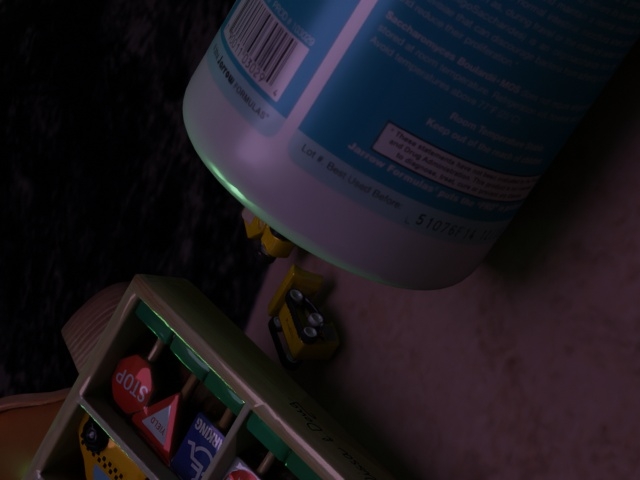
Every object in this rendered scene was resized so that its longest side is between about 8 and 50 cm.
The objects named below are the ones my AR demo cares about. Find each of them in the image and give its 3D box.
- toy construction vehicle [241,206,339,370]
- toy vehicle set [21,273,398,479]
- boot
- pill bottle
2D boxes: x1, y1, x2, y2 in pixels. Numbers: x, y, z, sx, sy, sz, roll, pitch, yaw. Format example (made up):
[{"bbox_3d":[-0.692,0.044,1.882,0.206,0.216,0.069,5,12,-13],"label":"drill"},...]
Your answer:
[{"bbox_3d":[0.000,0.000,0.834,0.086,0.035,0.098,-60,37,35],"label":"toy construction vehicle"},{"bbox_3d":[-0.030,0.156,0.761,0.267,0.035,0.166,41,110,34],"label":"toy vehicle set"},{"bbox_3d":[-0.118,0.136,0.899,0.197,0.073,0.152,-53,49,32],"label":"boot"},{"bbox_3d":[0.066,-0.120,0.699,0.264,0.146,0.146,-56,42,21],"label":"pill bottle"}]
